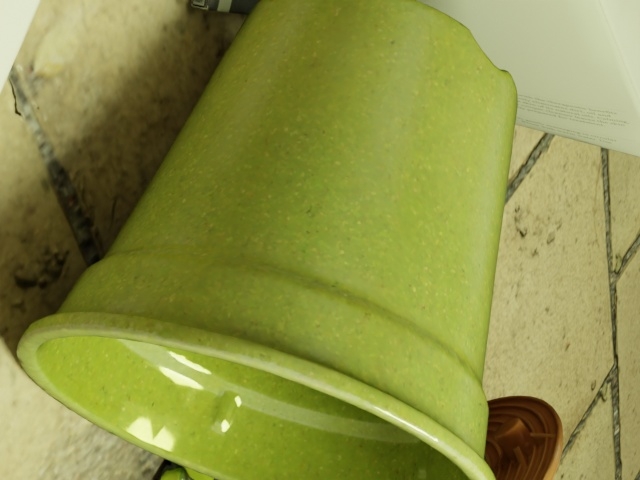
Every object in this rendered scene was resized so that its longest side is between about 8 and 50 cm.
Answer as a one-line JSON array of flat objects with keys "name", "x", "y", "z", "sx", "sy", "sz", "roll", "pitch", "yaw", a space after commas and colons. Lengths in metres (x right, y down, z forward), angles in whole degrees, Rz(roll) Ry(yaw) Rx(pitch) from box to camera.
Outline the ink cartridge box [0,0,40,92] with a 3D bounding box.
[{"name": "ink cartridge box", "x": -0.178, "y": -0.149, "z": 0.427, "sx": 0.117, "sy": 0.207, "sz": 0.283, "roll": 29, "pitch": 83, "yaw": -58}]

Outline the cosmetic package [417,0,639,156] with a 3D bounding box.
[{"name": "cosmetic package", "x": 0.140, "y": -0.202, "z": 0.902, "sx": 0.155, "sy": 0.197, "sz": 0.365, "roll": -66, "pitch": 154, "yaw": -10}]

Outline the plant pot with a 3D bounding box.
[{"name": "plant pot", "x": 0.000, "y": 0.000, "z": 0.791, "sx": 0.276, "sy": 0.276, "sz": 0.254, "roll": 54, "pitch": 49, "yaw": -55}]

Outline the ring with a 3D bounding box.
[{"name": "ring", "x": 0.020, "y": 0.209, "z": 0.927, "sx": 0.032, "sy": 0.336, "sz": 0.336, "roll": 54, "pitch": 49, "yaw": -7}]

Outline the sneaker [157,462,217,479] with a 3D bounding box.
[{"name": "sneaker", "x": 0.016, "y": 0.112, "z": 0.987, "sx": 0.300, "sy": 0.121, "sz": 0.111, "roll": -51, "pitch": 146, "yaw": -30}]

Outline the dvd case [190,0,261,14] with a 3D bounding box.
[{"name": "dvd case", "x": 0.003, "y": -0.224, "z": 0.873, "sx": 0.221, "sy": 0.018, "sz": 0.165, "roll": -7, "pitch": 113, "yaw": -57}]
